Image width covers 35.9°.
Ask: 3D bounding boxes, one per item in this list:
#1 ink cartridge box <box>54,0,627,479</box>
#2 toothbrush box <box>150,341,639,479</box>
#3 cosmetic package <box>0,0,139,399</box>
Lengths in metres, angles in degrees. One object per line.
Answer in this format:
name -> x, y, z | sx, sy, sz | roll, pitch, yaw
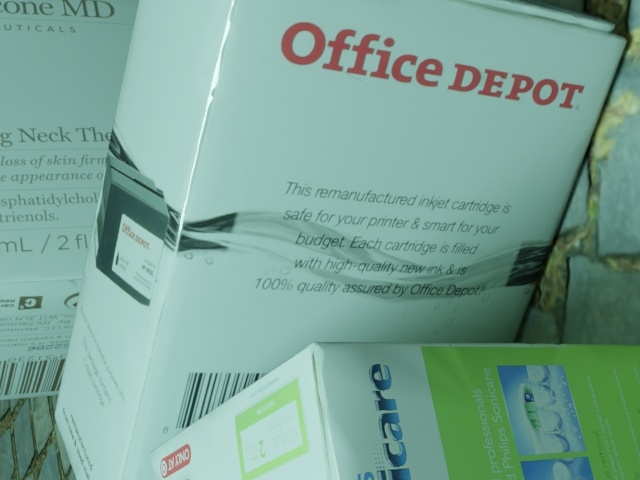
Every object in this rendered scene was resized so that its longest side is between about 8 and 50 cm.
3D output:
ink cartridge box -> 0.000, 0.000, 0.694 | 0.166, 0.285, 0.395 | 45, 124, 52
toothbrush box -> 0.076, 0.144, 0.559 | 0.206, 0.283, 0.122 | -40, 54, 51
cosmetic package -> -0.338, -0.050, 1.182 | 0.327, 0.329, 0.393 | 123, 138, -53
